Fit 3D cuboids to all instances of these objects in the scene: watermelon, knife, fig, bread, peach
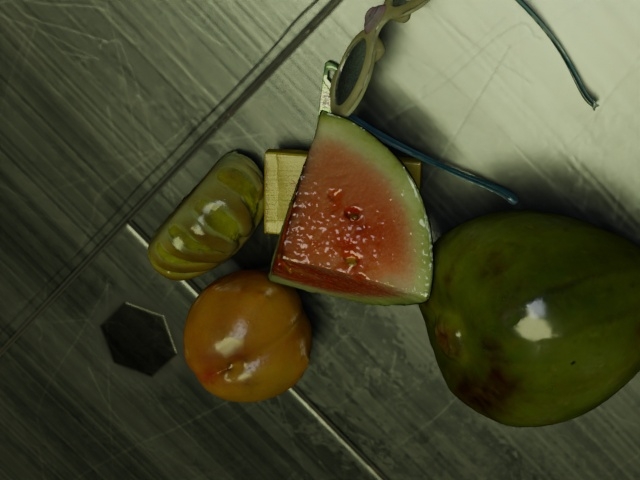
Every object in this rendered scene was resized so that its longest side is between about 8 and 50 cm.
[{"bbox_3d":[0.016,-0.006,0.897,0.137,0.145,0.193,-26,81,-11],"label":"watermelon"},{"bbox_3d":[0.006,-0.076,0.961,0.030,0.014,0.207,8,112,12],"label":"knife"},{"bbox_3d":[0.210,0.061,0.878,0.225,0.203,0.203,-18,109,-15],"label":"fig"},{"bbox_3d":[-0.116,-0.018,0.978,0.083,0.094,0.157,44,96,2],"label":"bread"},{"bbox_3d":[-0.077,0.103,0.993,0.138,0.138,0.138,6,113,14],"label":"peach"}]

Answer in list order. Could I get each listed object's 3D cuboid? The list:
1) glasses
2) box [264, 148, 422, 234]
[{"bbox_3d":[0.129,-0.137,0.856,0.220,0.088,0.189,37,112,-2],"label":"glasses"},{"bbox_3d":[0.021,-0.043,0.950,0.155,0.023,0.087,5,113,9],"label":"box"}]
